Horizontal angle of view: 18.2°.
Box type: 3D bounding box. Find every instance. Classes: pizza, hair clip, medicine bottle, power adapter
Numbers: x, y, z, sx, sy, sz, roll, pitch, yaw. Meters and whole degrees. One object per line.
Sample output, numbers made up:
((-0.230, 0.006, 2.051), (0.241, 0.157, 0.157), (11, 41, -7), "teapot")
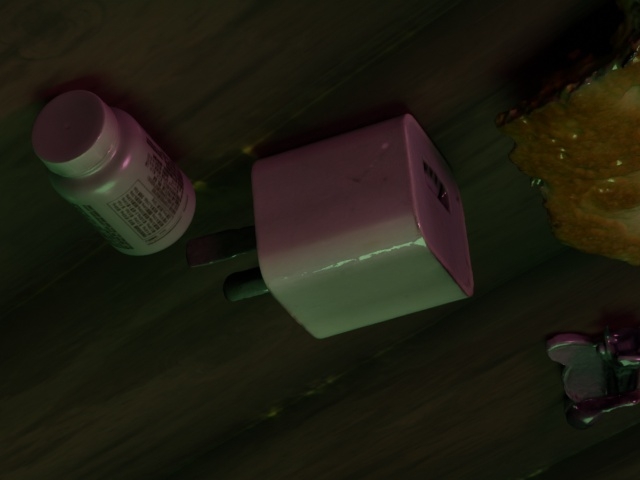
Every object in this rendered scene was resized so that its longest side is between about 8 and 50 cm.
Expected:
((0.235, -0.080, 1.526), (0.182, 0.074, 0.365), (-15, 148, 10), "pizza")
((0.294, 0.120, 1.899), (0.146, 0.056, 0.187), (-12, 157, 7), "hair clip")
((-0.156, -0.051, 1.493), (0.079, 0.079, 0.140), (-17, 148, 16), "medicine bottle")
((0.000, 0.000, 1.562), (0.205, 0.125, 0.130), (-16, 149, 17), "power adapter")
